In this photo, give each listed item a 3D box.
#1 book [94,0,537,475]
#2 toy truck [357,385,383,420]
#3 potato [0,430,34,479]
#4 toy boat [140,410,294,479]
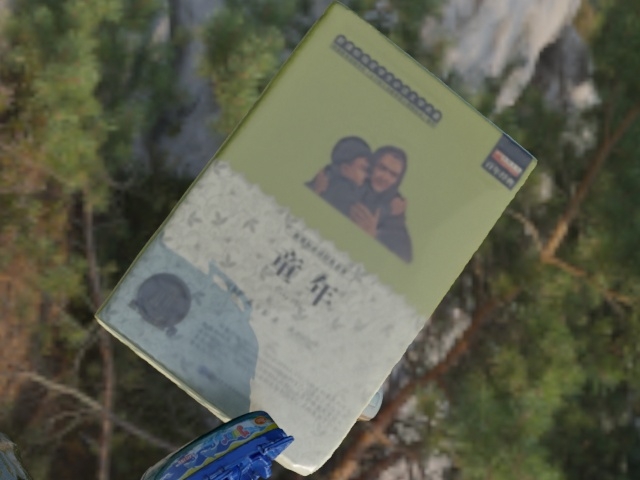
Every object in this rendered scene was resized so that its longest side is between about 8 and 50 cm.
[{"bbox_3d":[0.000,0.000,1.134,0.352,0.239,0.035,-54,-170,-6],"label":"book"},{"bbox_3d":[0.017,0.090,1.530,0.108,0.140,0.256,35,48,-65],"label":"toy truck"},{"bbox_3d":[-0.351,0.283,1.084,0.351,0.218,0.202,-45,155,-52],"label":"potato"},{"bbox_3d":[-0.076,0.205,1.008,0.110,0.091,0.175,52,36,15],"label":"toy boat"}]
